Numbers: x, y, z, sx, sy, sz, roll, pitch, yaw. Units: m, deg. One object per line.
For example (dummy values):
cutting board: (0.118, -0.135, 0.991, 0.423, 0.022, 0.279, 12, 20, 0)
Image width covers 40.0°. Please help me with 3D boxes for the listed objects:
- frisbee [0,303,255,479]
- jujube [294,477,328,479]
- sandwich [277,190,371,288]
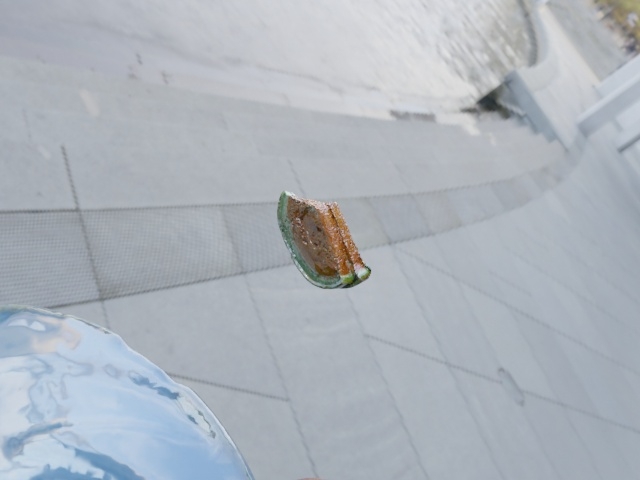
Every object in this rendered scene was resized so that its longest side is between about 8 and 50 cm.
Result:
frisbee: (-0.152, 0.161, 0.326, 0.289, 0.290, 0.049, 62, 3, 21)
jujube: (0.008, 0.404, 0.942, 0.223, 0.223, 0.318, 41, 8, -29)
sandwich: (-0.003, -0.001, 0.743, 0.026, 0.069, 0.101, -23, 84, -40)
